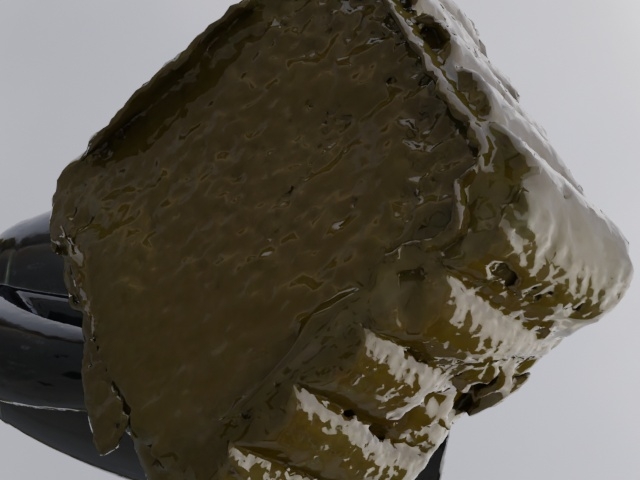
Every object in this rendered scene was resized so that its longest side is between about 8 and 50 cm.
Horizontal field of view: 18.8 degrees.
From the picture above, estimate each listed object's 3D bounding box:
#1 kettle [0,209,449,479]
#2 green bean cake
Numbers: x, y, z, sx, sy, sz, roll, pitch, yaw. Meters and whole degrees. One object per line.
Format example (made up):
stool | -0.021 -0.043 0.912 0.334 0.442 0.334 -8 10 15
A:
kettle | -0.068 0.056 1.105 0.268 0.290 0.207 -106 -159 -85
green bean cake | 0.000 0.000 0.863 0.224 0.131 0.230 -41 -135 16
